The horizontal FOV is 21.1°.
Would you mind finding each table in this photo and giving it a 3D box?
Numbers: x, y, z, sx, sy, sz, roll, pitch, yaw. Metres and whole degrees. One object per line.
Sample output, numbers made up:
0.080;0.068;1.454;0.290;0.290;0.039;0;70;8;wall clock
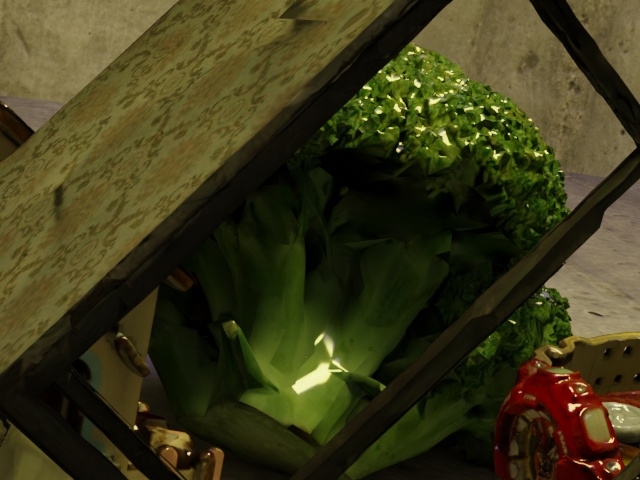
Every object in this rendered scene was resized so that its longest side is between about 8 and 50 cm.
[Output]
0.038;0.009;0.795;0.272;0.335;0.222;49;-5;-24;table

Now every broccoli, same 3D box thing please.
-0.007;0.001;1.170;0.413;0.310;0.321;46;-8;-38;broccoli

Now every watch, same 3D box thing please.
0.230;0.115;0.958;0.268;0.102;0.165;1;34;-14;watch

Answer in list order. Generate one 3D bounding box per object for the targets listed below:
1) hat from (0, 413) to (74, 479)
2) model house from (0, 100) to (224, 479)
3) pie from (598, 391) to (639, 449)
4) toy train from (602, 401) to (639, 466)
-0.210;0.113;0.694;0.232;0.161;0.275;29;4;-5;hat
-0.195;0.038;0.921;0.326;0.244;0.169;5;9;-31;model house
0.188;0.127;1.336;0.182;0.049;0.182;13;6;-1;pie
0.192;0.169;1.022;0.219;0.089;0.127;17;23;28;toy train
